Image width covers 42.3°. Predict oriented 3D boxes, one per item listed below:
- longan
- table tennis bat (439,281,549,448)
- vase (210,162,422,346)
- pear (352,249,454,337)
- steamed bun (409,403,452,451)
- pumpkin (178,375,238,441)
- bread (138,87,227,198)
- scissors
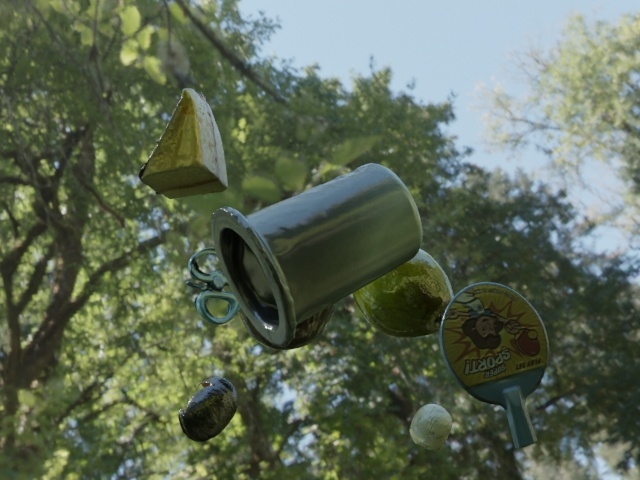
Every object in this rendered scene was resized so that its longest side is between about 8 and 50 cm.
[{"bbox_3d":[-0.090,0.161,2.288,0.297,0.297,0.297,-18,-39,-15],"label":"longan"},{"bbox_3d":[0.353,0.240,1.619,0.215,0.328,0.044,-12,-15,-9],"label":"table tennis bat"},{"bbox_3d":[0.000,0.000,1.348,0.291,0.245,0.245,-28,-36,-23],"label":"vase"},{"bbox_3d":[0.181,0.112,1.856,0.212,0.269,0.212,-24,-46,-28],"label":"pear"},{"bbox_3d":[0.278,0.471,2.106,0.091,0.130,0.112,25,-88,-2],"label":"steamed bun"},{"bbox_3d":[-0.260,0.403,2.025,0.108,0.183,0.119,-23,-69,28],"label":"pumpkin"},{"bbox_3d":[-0.267,-0.187,1.581,0.136,0.178,0.240,-8,-6,4],"label":"bread"},{"bbox_3d":[-0.158,0.118,1.961,0.393,0.180,0.032,10,-22,-44],"label":"scissors"}]
